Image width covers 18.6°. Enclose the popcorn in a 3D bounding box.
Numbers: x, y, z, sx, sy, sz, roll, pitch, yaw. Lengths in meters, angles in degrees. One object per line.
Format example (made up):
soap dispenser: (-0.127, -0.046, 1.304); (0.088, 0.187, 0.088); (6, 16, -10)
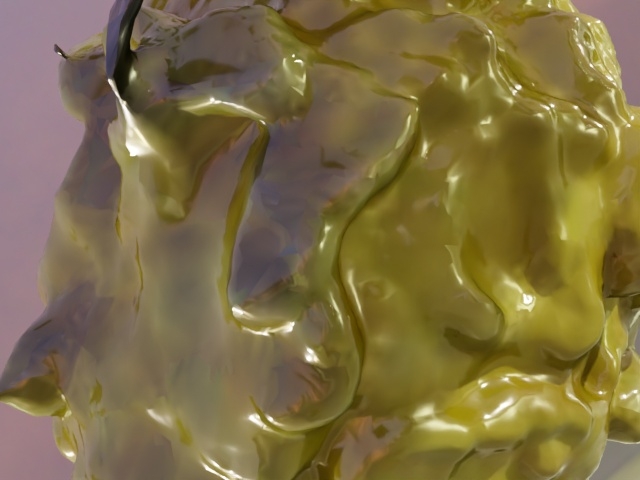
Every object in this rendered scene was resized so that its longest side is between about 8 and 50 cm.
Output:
popcorn: (-0.002, 0.001, 0.661); (0.249, 0.249, 0.225); (-44, -33, 25)
